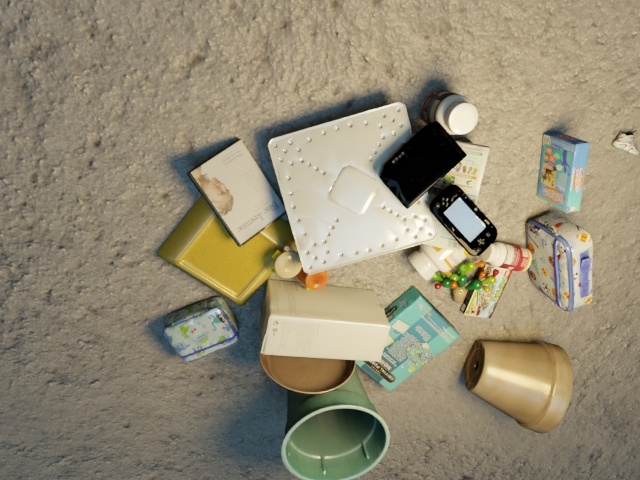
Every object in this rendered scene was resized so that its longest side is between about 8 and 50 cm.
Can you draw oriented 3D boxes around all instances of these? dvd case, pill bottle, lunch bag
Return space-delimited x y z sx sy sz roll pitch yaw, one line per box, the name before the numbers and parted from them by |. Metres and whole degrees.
dvd case | -0.230 -0.133 1.281 0.180 0.022 0.253 -39 108 -18
pill bottle | 0.627 0.053 1.531 0.151 0.086 0.086 12 113 -13
lunch bag | 0.782 0.067 1.474 0.114 0.243 0.304 -20 117 0
pill bottle | 0.358 -0.352 1.245 0.107 0.180 0.108 -4 116 -8
lunch bag | -0.385 0.295 1.482 0.218 0.090 0.176 -21 119 2
pill bottle | 0.407 0.015 1.449 0.245 0.136 0.136 -40 114 10

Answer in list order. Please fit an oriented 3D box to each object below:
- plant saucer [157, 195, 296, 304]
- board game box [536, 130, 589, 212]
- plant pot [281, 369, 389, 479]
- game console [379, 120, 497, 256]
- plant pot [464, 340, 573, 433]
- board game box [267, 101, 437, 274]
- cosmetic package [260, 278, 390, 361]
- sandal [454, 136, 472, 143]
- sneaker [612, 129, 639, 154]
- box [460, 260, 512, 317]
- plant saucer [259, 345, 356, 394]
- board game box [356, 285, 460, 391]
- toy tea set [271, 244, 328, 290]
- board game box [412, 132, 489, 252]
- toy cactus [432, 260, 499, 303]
plant saucer | -0.273 0.029 1.379 0.332 0.081 0.333 36 104 -22
board game box | 0.737 -0.212 1.383 0.047 0.160 0.211 -9 117 -5
plant pot | 0.027 0.566 1.536 0.340 0.334 0.342 -3 116 -7
game console | 0.345 -0.123 1.218 0.213 0.044 0.361 -43 95 5
plant pot | 0.697 0.502 1.657 0.279 0.323 0.324 16 112 2
board game box | 0.091 -0.142 1.266 0.389 0.050 0.391 -16 96 2
cosmetic package | 0.008 0.257 1.458 0.384 0.217 0.156 9 115 -11
sandal | 0.428 -0.205 1.392 0.089 0.060 0.220 5 114 -11
sneaker | 0.992 -0.318 1.441 0.098 0.038 0.069 16 112 -16
box | 0.591 0.177 1.610 0.113 0.036 0.207 9 113 -13
plant saucer | -0.042 0.381 1.455 0.309 0.311 0.050 3 121 -10
board game box | 0.292 0.359 1.624 0.336 0.079 0.254 -41 114 11
toy tea set | 0.000 0.000 1.396 0.336 0.124 0.200 -47 118 3
board game box | 0.344 -0.141 1.318 0.223 0.097 0.304 15 108 17
toy cactus | 0.488 0.154 1.544 0.218 0.112 0.181 -5 134 2
